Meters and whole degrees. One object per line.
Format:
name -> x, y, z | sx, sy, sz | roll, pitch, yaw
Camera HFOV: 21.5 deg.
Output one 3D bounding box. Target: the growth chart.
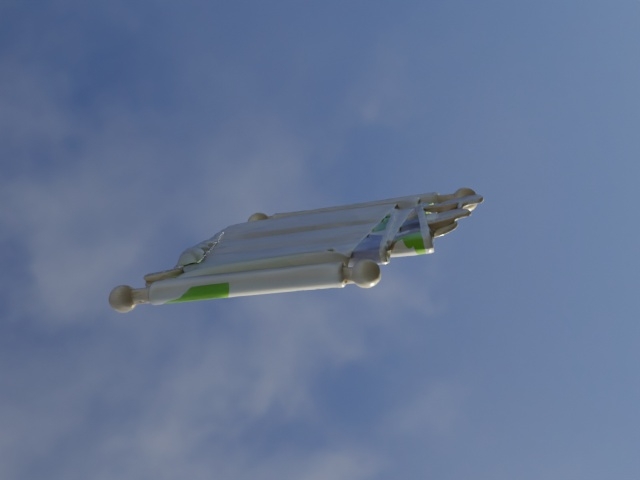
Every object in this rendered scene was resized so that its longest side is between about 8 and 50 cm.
growth chart -> 0.000, 0.000, 0.982 | 0.237, 0.172, 0.021 | -34, -62, -69
